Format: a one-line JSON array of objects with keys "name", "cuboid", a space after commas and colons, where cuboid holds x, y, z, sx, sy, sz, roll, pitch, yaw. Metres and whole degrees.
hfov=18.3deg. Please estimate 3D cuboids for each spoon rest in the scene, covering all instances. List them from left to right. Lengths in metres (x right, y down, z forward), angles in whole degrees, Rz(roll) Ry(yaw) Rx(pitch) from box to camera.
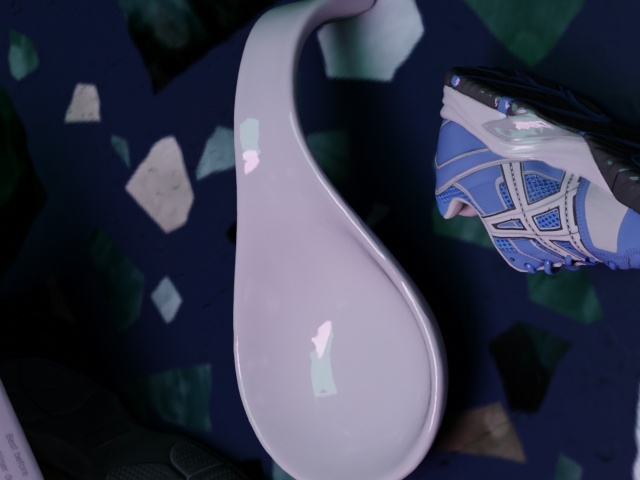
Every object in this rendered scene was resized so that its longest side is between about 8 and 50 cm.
[{"name": "spoon rest", "cuboid": [0.000, 0.000, 1.069, 0.137, 0.084, 0.276, -11, 82, 38]}]

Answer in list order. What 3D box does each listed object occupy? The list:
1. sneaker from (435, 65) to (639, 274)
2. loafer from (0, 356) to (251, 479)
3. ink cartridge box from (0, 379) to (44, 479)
[{"name": "sneaker", "cuboid": [0.137, -0.016, 0.973, 0.211, 0.080, 0.081, 33, 117, 43]}, {"name": "loafer", "cuboid": [-0.114, 0.158, 1.169, 0.267, 0.096, 0.084, 32, 128, 41]}, {"name": "ink cartridge box", "cuboid": [-0.228, 0.172, 1.209, 0.303, 0.072, 0.307, 63, 157, 11]}]
